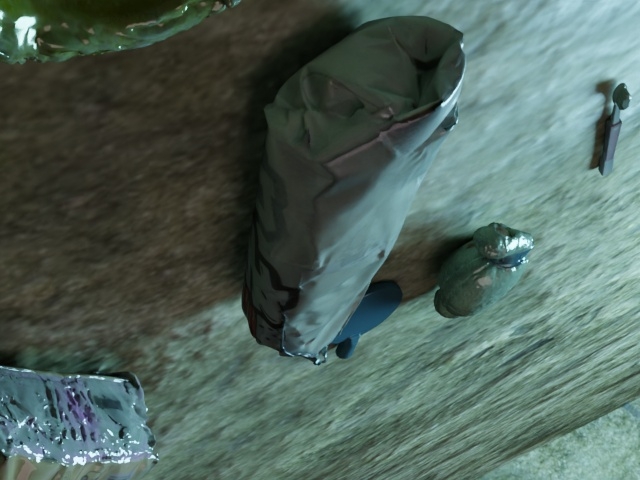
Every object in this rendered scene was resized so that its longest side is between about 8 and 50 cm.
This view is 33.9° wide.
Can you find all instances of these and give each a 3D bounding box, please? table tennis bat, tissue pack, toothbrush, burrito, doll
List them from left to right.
[{"bbox_3d":[-0.293,0.215,0.906,0.257,0.123,0.215,-38,154,18],"label":"tissue pack"},{"bbox_3d":[0.000,0.000,0.826,0.139,0.101,0.445,-35,162,-28],"label":"burrito"},{"bbox_3d":[0.041,0.091,1.174,0.100,0.019,0.155,-20,154,-21],"label":"table tennis bat"},{"bbox_3d":[0.177,0.037,1.147,0.103,0.071,0.214,-22,160,-14],"label":"doll"},{"bbox_3d":[0.295,-0.109,1.057,0.014,0.017,0.194,-24,160,1],"label":"toothbrush"}]

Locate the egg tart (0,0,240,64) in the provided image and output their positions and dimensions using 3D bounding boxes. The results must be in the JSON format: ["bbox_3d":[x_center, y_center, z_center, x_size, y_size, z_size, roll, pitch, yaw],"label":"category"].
[{"bbox_3d":[-0.089,-0.150,0.445,0.197,0.078,0.197,-25,159,-10],"label":"egg tart"}]
